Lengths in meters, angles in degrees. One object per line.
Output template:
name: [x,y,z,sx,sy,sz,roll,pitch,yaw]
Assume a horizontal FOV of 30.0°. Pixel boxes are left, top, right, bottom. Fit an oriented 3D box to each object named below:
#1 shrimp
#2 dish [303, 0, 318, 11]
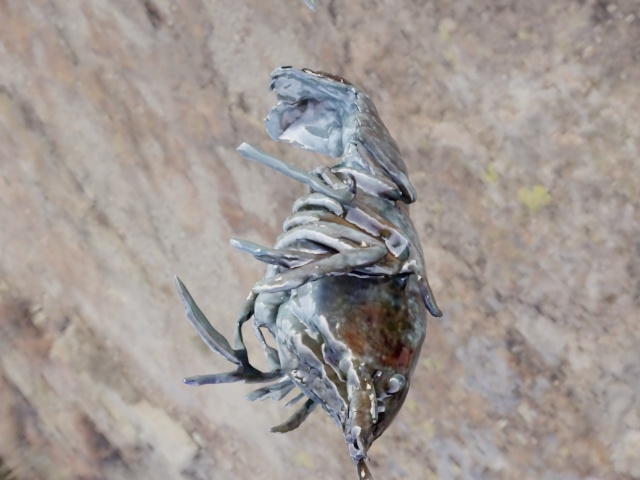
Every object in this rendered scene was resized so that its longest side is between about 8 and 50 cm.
shrimp: [0.004,0.003,0.844,0.166,0.410,0.221,16,128,1]
dish: [-0.018,-0.285,1.229,0.091,0.039,0.137,52,-178,14]
